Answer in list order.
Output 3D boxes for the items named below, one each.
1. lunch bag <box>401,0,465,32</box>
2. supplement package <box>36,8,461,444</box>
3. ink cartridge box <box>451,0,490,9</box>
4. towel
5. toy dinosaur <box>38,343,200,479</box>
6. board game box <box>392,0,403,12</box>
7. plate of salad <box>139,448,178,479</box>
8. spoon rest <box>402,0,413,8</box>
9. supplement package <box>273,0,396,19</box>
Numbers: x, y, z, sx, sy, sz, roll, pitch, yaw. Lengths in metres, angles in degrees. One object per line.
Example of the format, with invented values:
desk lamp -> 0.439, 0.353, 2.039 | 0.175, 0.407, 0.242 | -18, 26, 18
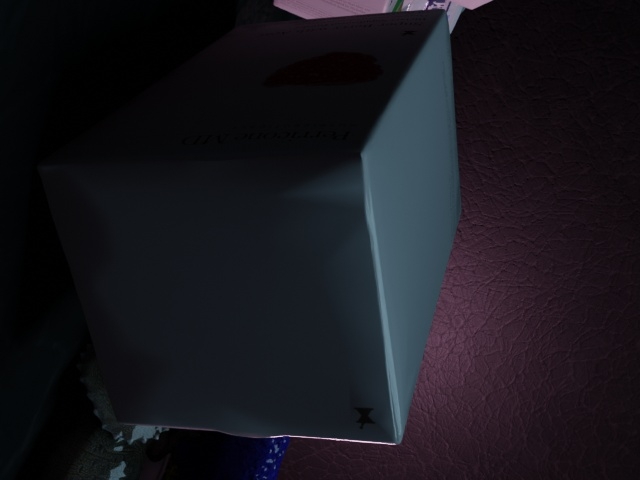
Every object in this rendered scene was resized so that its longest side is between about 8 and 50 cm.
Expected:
lunch bag -> 0.241, -0.539, 1.649 | 0.262, 0.160, 0.223 | -50, 170, -36
supplement package -> -0.013, -0.031, 0.532 | 0.293, 0.178, 0.175 | -62, 148, -58
ink cartridge box -> 0.307, -0.594, 1.406 | 0.226, 0.131, 0.306 | -2, -106, 65
towel -> -0.077, 0.194, 0.739 | 0.227, 0.076, 0.308 | -122, -131, -67
toy dinosaur -> -0.180, 0.191, 0.640 | 0.313, 0.121, 0.160 | -62, 164, -5
board game box -> 0.045, -0.271, 1.158 | 0.242, 0.064, 0.316 | 101, 13, -74
plate of salad -> -0.180, 0.238, 0.806 | 0.200, 0.048, 0.200 | -50, -159, 28
spoon rest -> 0.129, -0.430, 1.452 | 0.137, 0.084, 0.276 | 110, -8, -60
supplement package -> 0.033, -0.270, 0.660 | 0.179, 0.105, 0.105 | 105, 10, -64
